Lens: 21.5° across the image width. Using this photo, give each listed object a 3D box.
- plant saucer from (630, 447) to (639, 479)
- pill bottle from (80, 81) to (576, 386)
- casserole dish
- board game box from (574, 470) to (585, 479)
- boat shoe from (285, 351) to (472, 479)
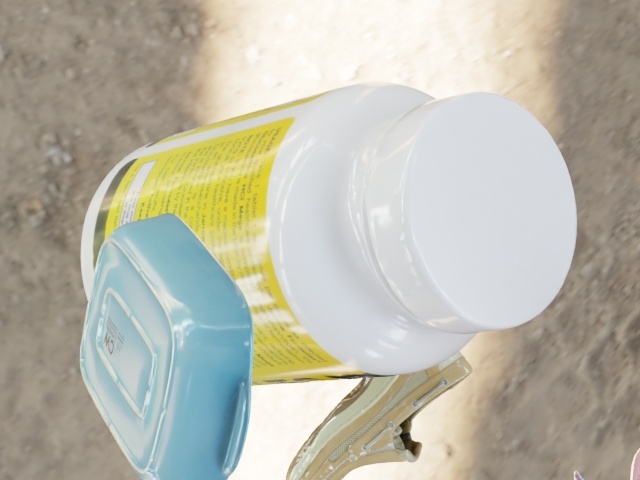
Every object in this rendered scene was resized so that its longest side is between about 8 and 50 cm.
[{"bbox_3d":[0.347,0.184,0.991,0.332,0.332,0.084,-2,65,28],"label":"plant saucer"},{"bbox_3d":[0.000,0.000,1.115,0.334,0.188,0.188,-10,104,51],"label":"pill bottle"},{"bbox_3d":[-0.082,0.055,0.838,0.188,0.037,0.114,-135,55,-60],"label":"casserole dish"},{"bbox_3d":[0.235,0.263,1.342,0.033,0.169,0.133,-31,122,-4],"label":"board game box"},{"bbox_3d":[0.046,0.147,1.296,0.072,0.068,0.190,44,120,12],"label":"boat shoe"}]
